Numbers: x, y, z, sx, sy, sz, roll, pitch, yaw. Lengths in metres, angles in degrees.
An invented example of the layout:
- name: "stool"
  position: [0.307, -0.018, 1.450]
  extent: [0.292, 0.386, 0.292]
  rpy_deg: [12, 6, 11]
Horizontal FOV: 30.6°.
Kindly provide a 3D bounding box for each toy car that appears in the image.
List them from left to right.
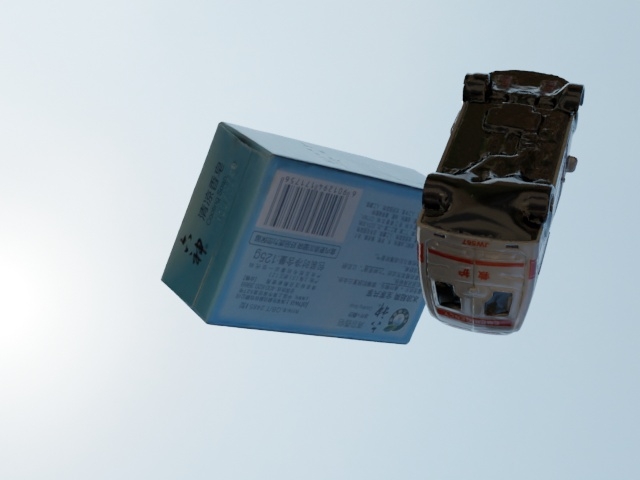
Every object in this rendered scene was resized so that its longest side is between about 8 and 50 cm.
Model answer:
- name: "toy car"
  position: [0.129, -0.034, 0.825]
  extent: [0.089, 0.108, 0.210]
  rpy_deg: [7, -138, 17]

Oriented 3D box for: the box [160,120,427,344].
- name: "box"
  position: [0.000, 0.000, 0.966]
  extent: [0.083, 0.232, 0.143]
  rpy_deg: [35, -72, 44]
